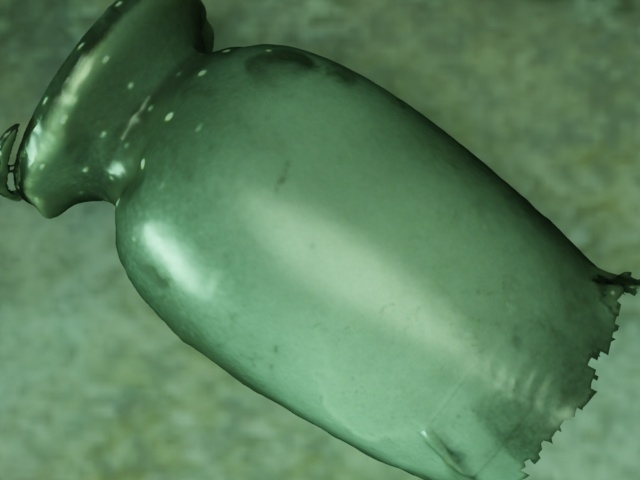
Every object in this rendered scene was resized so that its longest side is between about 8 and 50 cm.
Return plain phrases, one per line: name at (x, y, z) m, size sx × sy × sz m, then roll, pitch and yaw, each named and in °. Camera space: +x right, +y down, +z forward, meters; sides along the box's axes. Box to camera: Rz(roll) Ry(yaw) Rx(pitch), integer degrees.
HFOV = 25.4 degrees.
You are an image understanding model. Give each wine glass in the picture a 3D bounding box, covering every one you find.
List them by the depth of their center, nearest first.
wine glass at (0.000, 0.000, 0.488) m, size 0.204 × 0.111 × 0.111 m, roll 33°, pitch 97°, yaw 7°
